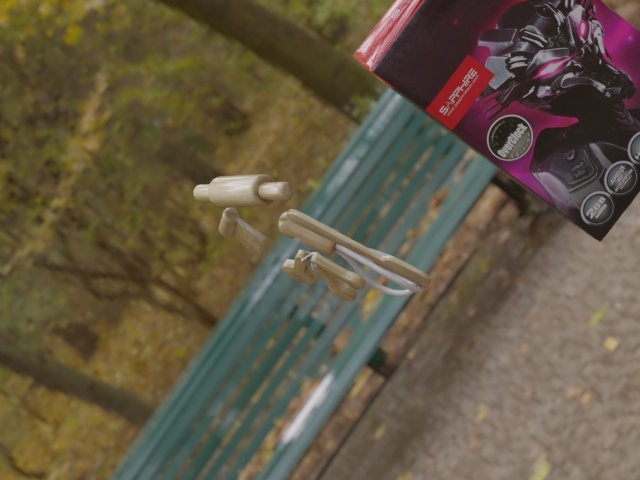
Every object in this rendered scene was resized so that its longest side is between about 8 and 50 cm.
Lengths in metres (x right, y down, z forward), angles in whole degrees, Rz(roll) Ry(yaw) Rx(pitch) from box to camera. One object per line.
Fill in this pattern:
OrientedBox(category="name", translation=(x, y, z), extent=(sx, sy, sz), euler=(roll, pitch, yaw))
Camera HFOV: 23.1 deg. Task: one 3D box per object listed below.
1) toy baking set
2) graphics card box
OrientedBox(category="toy baking set", translation=(-0.006, -0.004, 1.474), extent=(0.256, 0.197, 0.030), euler=(-4, 55, 60))
OrientedBox(category="graphics card box", translation=(0.255, -0.195, 1.858), extent=(0.233, 0.371, 0.094), euler=(-53, 18, 6))
